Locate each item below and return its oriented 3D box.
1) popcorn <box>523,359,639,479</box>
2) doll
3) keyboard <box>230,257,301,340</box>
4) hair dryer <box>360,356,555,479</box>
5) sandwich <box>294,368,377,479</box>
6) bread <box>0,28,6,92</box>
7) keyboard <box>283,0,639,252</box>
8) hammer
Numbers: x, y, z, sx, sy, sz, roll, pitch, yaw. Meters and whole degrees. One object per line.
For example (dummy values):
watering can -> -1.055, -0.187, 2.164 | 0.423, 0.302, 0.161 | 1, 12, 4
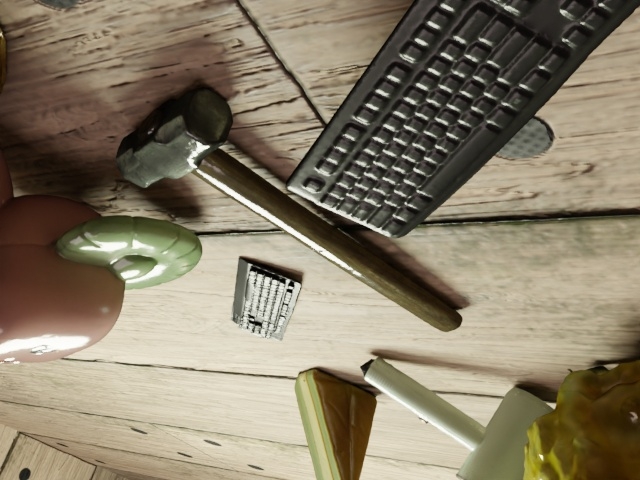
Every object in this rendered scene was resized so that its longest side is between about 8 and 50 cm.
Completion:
popcorn -> 0.309, 0.196, 0.629 | 0.249, 0.225, 0.249 | 3, 137, 3
doll -> -0.278, 0.010, 0.662 | 0.284, 0.217, 0.268 | -20, 158, 34
keyboard -> -0.068, 0.076, 0.811 | 0.074, 0.015, 0.196 | 18, 152, -2
hair dryer -> 0.155, 0.205, 0.849 | 0.236, 0.131, 0.073 | 30, 168, 19
sandwich -> 0.002, 0.281, 0.986 | 0.113, 0.163, 0.079 | 28, 150, -19
bread -> -0.364, -0.144, 0.468 | 0.288, 0.119, 0.152 | 24, 148, -13
keyboard -> 0.052, -0.066, 0.417 | 0.103, 0.041, 0.381 | 24, 146, -14
hammer -> 0.000, 0.000, 0.610 | 0.365, 0.044, 0.111 | 34, 147, -31
